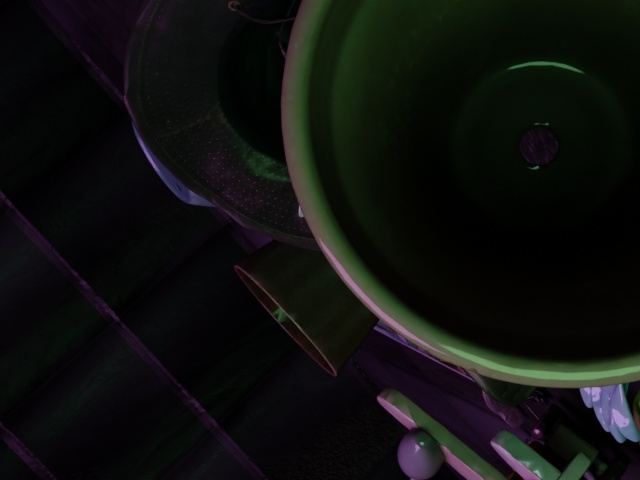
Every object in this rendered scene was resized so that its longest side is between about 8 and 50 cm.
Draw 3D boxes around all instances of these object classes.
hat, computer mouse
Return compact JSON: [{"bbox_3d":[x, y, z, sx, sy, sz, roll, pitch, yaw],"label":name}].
[{"bbox_3d":[0.009,-0.153,0.733,0.331,0.332,0.133,54,-152,-34],"label":"hat"},{"bbox_3d":[0.379,0.303,1.416,0.193,0.042,0.106,52,167,6],"label":"computer mouse"}]

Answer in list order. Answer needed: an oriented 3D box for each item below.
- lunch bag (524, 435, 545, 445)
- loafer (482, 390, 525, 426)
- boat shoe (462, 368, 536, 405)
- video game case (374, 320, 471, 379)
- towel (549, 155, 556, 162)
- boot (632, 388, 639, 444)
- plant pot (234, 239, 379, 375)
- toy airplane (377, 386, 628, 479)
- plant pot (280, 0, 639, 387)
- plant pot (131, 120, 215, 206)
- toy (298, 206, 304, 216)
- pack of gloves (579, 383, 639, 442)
[{"bbox_3d":[0.376,0.356,1.505,0.071,0.083,0.053,53,169,-33],"label":"lunch bag"},{"bbox_3d":[0.320,0.287,1.609,0.125,0.045,0.039,49,178,-27],"label":"loafer"},{"bbox_3d":[0.181,0.097,1.222,0.324,0.123,0.116,54,171,-26],"label":"boat shoe"},{"bbox_3d":[0.139,0.112,1.505,0.329,0.036,0.300,25,160,30],"label":"video game case"},{"bbox_3d":[0.220,-0.043,0.797,0.060,0.009,0.083,46,170,8],"label":"towel"},{"bbox_3d":[0.432,0.279,0.910,0.236,0.089,0.269,16,143,32],"label":"boot"},{"bbox_3d":[0.031,0.040,1.309,0.215,0.230,0.215,45,170,10],"label":"plant pot"},{"bbox_3d":[0.270,0.372,1.186,0.384,0.272,0.386,35,-173,-29],"label":"toy airplane"},{"bbox_3d":[0.127,-0.062,0.511,0.263,0.263,0.229,47,-173,6],"label":"plant pot"},{"bbox_3d":[-0.131,-0.157,1.187,0.290,0.195,0.290,47,160,23],"label":"plant pot"},{"bbox_3d":[0.043,-0.130,0.604,0.056,0.137,0.237,49,148,33],"label":"toy"},{"bbox_3d":[0.281,0.111,0.810,0.195,0.046,0.232,20,128,61],"label":"pack of gloves"}]
